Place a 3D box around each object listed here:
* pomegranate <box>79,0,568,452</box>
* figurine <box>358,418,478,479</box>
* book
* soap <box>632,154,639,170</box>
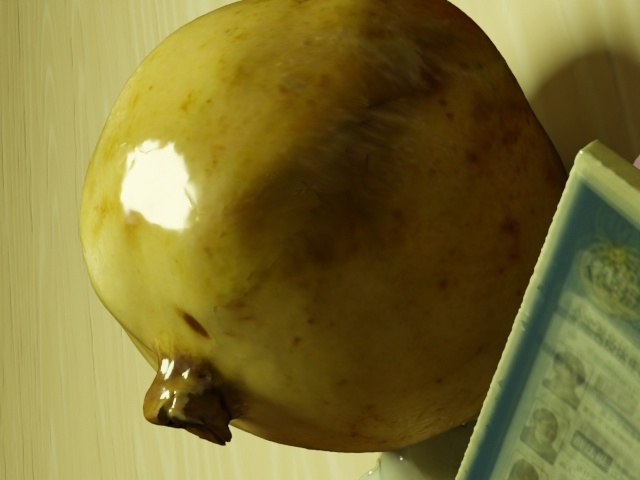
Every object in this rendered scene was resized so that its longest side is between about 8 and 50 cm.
[{"bbox_3d":[0.008,-0.017,0.964,0.307,0.307,0.307,-173,90,-66],"label":"pomegranate"},{"bbox_3d":[0.064,0.167,1.073,0.098,0.081,0.146,-46,-6,-37],"label":"figurine"},{"bbox_3d":[0.158,0.142,0.746,0.228,0.018,0.322,42,135,29],"label":"book"},{"bbox_3d":[0.201,0.046,0.782,0.122,0.066,0.203,120,146,-45],"label":"soap"}]
